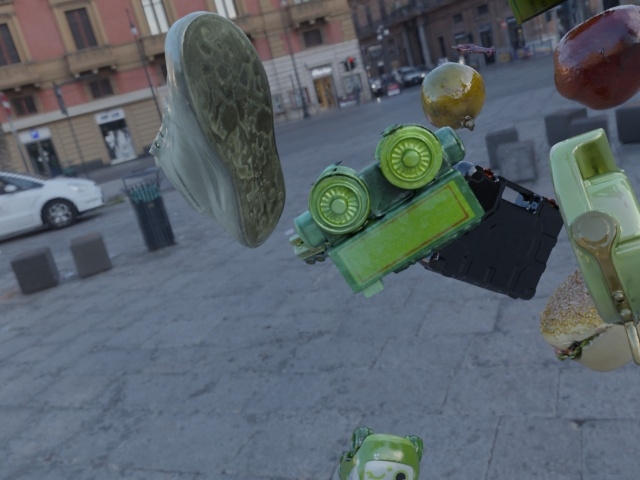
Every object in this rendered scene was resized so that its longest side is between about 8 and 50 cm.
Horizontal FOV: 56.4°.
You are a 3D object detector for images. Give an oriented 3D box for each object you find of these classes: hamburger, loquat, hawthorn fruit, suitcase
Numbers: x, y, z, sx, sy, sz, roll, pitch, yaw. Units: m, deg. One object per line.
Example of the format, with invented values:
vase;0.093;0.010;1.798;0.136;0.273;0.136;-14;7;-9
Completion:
hamburger;0.623;0.147;1.311;0.302;0.170;0.302;-50;-3;-3
loquat;0.425;-0.441;1.886;0.213;0.213;0.246;-17;57;-6
hawthorn fruit;0.671;-0.434;1.370;0.224;0.224;0.261;-23;-20;-29
suitcase;0.320;-0.012;1.103;0.285;0.206;0.066;17;8;-31

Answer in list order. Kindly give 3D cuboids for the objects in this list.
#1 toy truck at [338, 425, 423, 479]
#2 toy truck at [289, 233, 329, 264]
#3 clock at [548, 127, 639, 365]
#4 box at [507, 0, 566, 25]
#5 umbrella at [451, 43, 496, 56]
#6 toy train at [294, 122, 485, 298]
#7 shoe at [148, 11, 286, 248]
toy truck;0.111;0.480;1.149;0.148;0.187;0.210;11;56;-7
toy truck;0.000;0.000;1.542;0.169;0.100;0.077;-16;52;34
clock;0.414;0.012;0.839;0.096;0.235;0.308;-19;42;25
box;0.557;-0.637;1.440;0.220;0.141;0.064;-24;50;22
umbrella;0.430;-0.542;1.689;0.027;0.025;0.165;-35;36;-20
toy train;0.101;-0.053;0.875;0.272;0.188;0.159;-32;7;8
shoe;-0.147;-0.129;0.728;0.159;0.316;0.124;18;50;28
